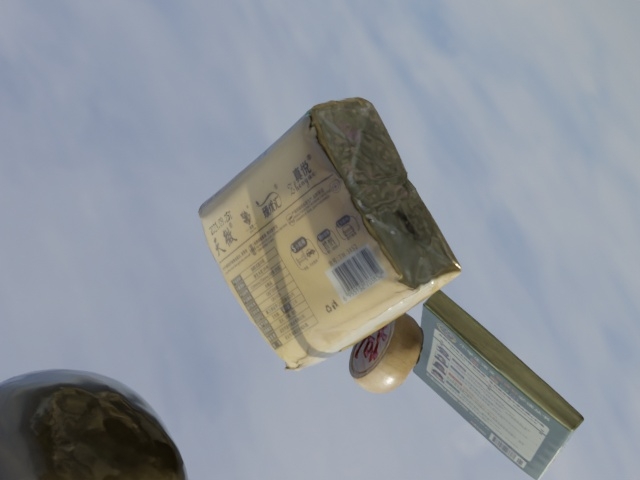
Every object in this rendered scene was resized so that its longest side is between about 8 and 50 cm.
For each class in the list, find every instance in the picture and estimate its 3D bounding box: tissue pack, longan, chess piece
[{"bbox_3d":[0.000,0.000,1.134,0.090,0.222,0.186,-24,-100,-38],"label":"tissue pack"},{"bbox_3d":[-0.257,0.268,1.366,0.300,0.300,0.243,38,-128,-38],"label":"longan"},{"bbox_3d":[0.063,0.107,1.241,0.038,0.084,0.084,32,-153,-22],"label":"chess piece"}]

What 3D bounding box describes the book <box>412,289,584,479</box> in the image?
[{"bbox_3d":[0.188,0.168,1.428,0.202,0.027,0.264,42,165,16],"label":"book"}]
